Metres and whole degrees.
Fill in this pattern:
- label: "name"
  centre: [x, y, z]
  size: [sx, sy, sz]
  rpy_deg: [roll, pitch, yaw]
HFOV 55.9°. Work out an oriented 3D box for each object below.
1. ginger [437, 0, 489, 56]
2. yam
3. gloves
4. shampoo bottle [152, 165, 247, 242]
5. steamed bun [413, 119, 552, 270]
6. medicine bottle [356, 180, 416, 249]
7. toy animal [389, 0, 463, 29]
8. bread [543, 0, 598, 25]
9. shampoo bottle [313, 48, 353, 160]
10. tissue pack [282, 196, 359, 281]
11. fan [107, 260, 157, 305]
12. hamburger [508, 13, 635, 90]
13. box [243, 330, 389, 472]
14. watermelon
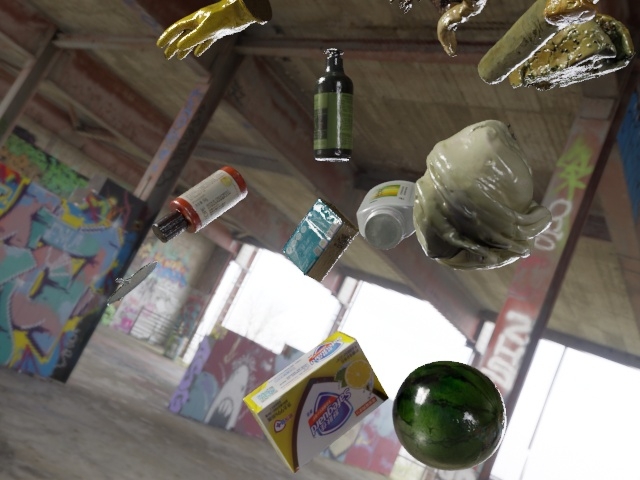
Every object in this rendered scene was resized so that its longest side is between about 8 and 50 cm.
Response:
- label: "ginger"
  centre: [0.281, -0.448, 1.131]
  size: [0.075, 0.089, 0.288]
  rpy_deg: [50, -21, 7]
- label: "yam"
  centre: [0.429, -0.423, 1.192]
  size: [0.083, 0.083, 0.371]
  rpy_deg: [27, -17, -9]
- label: "gloves"
  centre: [-0.267, -0.515, 1.472]
  size: [0.295, 0.116, 0.133]
  rpy_deg: [-21, -21, 29]
- label: "shampoo bottle"
  centre: [-0.331, -0.091, 1.634]
  size: [0.104, 0.278, 0.104]
  rpy_deg: [33, -35, 26]
- label: "steamed bun"
  centre: [0.301, -0.061, 1.203]
  size: [0.275, 0.206, 0.320]
  rpy_deg: [-5, -61, 48]
- label: "medicine bottle"
  centre: [0.206, -0.081, 1.796]
  size: [0.179, 0.124, 0.324]
  rpy_deg: [-5, 21, 16]
- label: "toy animal"
  centre: [0.336, -0.731, 1.796]
  size: [0.087, 0.243, 0.260]
  rpy_deg: [-16, -16, -43]
- label: "bread"
  centre: [0.411, -0.382, 0.990]
  size: [0.083, 0.046, 0.081]
  rpy_deg: [4, 2, 23]
- label: "shampoo bottle"
  centre: [0.034, -0.348, 1.543]
  size: [0.101, 0.283, 0.101]
  rpy_deg: [1, 4, 0]
- label: "tissue pack"
  centre: [0.000, 0.000, 1.475]
  size: [0.082, 0.169, 0.120]
  rpy_deg: [21, 20, -48]
- label: "fan"
  centre: [-0.329, 0.072, 1.035]
  size: [0.005, 0.113, 0.175]
  rpy_deg: [46, -9, 1]
- label: "hamburger"
  centre: [0.591, -0.478, 1.469]
  size: [0.168, 0.192, 0.288]
  rpy_deg: [-14, 2, -34]
- label: "box"
  centre: [-0.006, 0.337, 1.287]
  size: [0.168, 0.265, 0.097]
  rpy_deg: [63, -19, -13]
- label: "watermelon"
  centre: [0.275, 0.376, 1.305]
  size: [0.242, 0.242, 0.242]
  rpy_deg: [24, -12, 6]
